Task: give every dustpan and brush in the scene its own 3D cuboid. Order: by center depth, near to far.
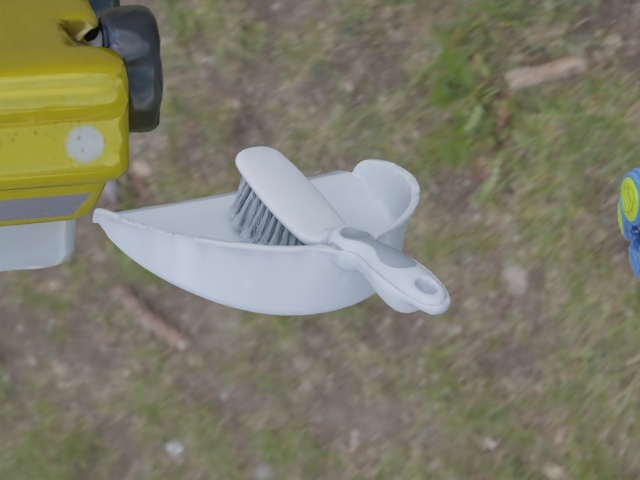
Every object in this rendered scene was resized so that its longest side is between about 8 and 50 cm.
[{"bbox_3d":[0.000,0.000,0.880,0.211,0.147,0.060,46,140,50],"label":"dustpan and brush"}]

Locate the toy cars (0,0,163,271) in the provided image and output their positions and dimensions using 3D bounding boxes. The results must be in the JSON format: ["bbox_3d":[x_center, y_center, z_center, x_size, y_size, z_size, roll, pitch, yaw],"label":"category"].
[{"bbox_3d":[-0.189,-0.052,0.638,0.394,0.176,0.087,13,112,34],"label":"toy cars"}]

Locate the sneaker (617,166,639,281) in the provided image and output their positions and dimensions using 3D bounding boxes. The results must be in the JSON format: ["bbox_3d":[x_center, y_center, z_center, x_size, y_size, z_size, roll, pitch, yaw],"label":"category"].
[{"bbox_3d":[0.157,-0.008,0.613,0.188,0.078,0.067,-23,84,63],"label":"sneaker"}]
